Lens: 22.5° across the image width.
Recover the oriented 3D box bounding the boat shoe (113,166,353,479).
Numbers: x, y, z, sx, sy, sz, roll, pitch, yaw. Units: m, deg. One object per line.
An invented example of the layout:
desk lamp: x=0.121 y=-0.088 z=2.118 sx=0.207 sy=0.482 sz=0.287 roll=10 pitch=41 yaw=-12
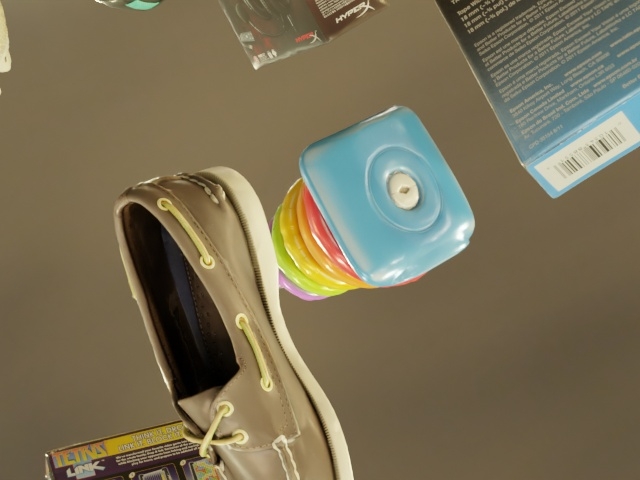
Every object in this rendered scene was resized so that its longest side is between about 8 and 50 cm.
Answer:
boat shoe: x=-0.067 y=0.105 z=1.199 sx=0.097 sy=0.324 sz=0.116 roll=-12 pitch=172 yaw=-44

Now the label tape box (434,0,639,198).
label tape box: x=0.274 y=-0.251 z=1.772 sx=0.241 sy=0.106 sz=0.333 roll=-32 pitch=-122 yaw=15

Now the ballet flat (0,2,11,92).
ballet flat: x=-0.307 y=-0.153 z=1.447 sx=0.168 sy=0.052 sz=0.057 roll=-56 pitch=-135 yaw=33

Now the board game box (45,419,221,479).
board game box: x=-0.144 y=0.235 z=1.422 sx=0.170 sy=0.048 sz=0.141 roll=-11 pitch=-130 yaw=-16

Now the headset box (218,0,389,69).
headset box: x=-0.069 y=-0.383 z=2.045 sx=0.110 sy=0.293 sz=0.218 roll=-34 pitch=-168 yaw=-25

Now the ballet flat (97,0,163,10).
ballet flat: x=-0.185 y=-0.263 z=1.017 sx=0.095 sy=0.280 sz=0.096 roll=-35 pitch=-167 yaw=23

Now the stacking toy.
stacking toy: x=0.000 y=0.000 z=1.688 sx=0.175 sy=0.165 sz=0.302 roll=-28 pitch=178 yaw=-41
